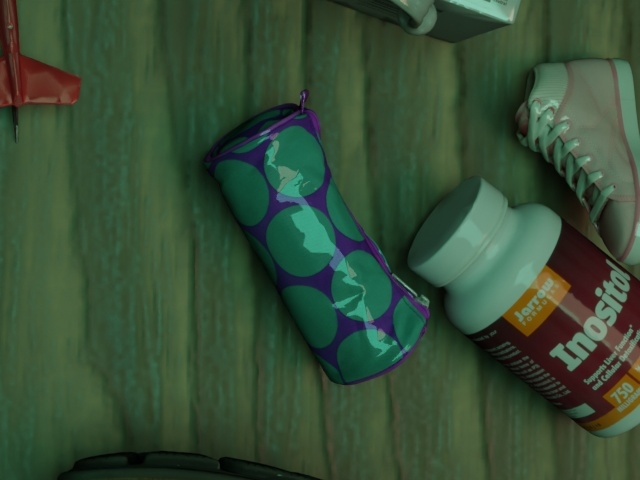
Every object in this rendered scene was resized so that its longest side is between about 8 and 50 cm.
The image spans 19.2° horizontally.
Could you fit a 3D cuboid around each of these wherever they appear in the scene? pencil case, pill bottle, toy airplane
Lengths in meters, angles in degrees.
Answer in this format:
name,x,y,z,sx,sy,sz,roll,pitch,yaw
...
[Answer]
name,x,y,z,sx,sy,sz,roll,pitch,yaw
pencil case,0.000,0.000,1.026,0.070,0.064,0.151,-30,100,9
pill bottle,0.125,0.035,1.052,0.152,0.086,0.086,37,81,-13
toy airplane,-0.169,-0.127,0.997,0.151,0.028,0.151,0,90,-17

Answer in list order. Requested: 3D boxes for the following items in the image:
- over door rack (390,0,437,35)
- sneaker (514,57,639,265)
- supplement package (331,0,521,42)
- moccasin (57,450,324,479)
name,x,y,z,sx,sy,sz,roll,pitch,yaw
over door rack,-0.014,-0.258,0.935,0.324,0.108,0.239,29,87,30
sneaker,0.144,-0.046,1.058,0.070,0.051,0.134,3,58,-11
supplement package,0.068,-0.211,1.024,0.105,0.105,0.179,18,85,-13
moccasin,0.022,0.221,1.007,0.380,0.139,0.147,30,74,-23
